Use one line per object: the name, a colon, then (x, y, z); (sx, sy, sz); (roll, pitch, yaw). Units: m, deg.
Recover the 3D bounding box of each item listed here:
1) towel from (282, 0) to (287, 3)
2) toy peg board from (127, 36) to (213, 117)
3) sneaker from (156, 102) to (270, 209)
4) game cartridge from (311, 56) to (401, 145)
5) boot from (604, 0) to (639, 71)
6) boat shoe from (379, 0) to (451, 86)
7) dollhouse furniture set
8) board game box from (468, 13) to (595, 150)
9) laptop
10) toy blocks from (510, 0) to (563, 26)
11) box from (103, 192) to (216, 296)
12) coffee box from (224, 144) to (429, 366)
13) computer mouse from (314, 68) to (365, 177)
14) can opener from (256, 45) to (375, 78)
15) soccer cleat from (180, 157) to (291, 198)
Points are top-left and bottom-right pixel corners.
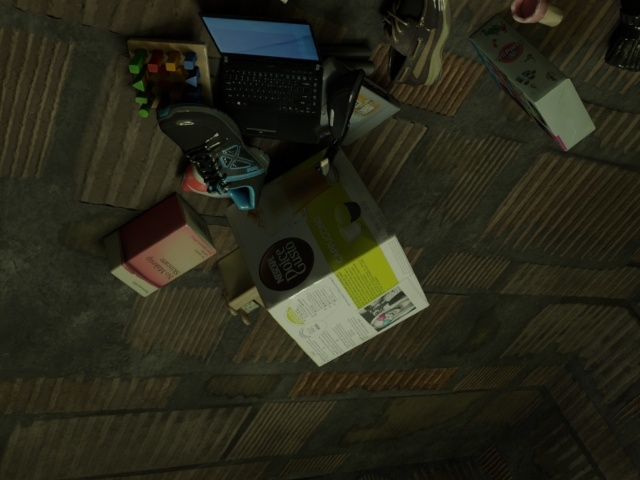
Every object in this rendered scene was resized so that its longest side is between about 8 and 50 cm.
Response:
towel: (-0.067, -0.636, 1.085); (0.320, 0.090, 0.374); (23, 94, -53)
toy peg board: (-0.316, -0.325, 1.355); (0.160, 0.079, 0.161); (4, 137, 2)
sneaker: (-0.222, -0.181, 1.424); (0.125, 0.140, 0.341); (-8, 157, 31)
game cartridge: (0.039, -0.317, 1.553); (0.198, 0.062, 0.297); (-36, 152, 27)
boot: (0.798, -0.574, 1.683); (0.348, 0.131, 0.260); (0, 134, -28)
boat shoe: (0.208, -0.472, 1.461); (0.130, 0.132, 0.355); (-15, 147, -4)
dollhouse furniture set: (-0.182, 0.150, 1.917); (0.212, 0.161, 0.242); (-33, 140, 8)
board game box: (0.516, -0.387, 1.600); (0.097, 0.303, 0.224); (-39, 138, 15)
laptop: (-0.122, -0.332, 1.365); (0.234, 0.136, 0.264); (9, 111, 12)
toy blocks: (0.389, -0.625, 1.263); (0.260, 0.288, 0.309); (-3, 135, -44)
box: (-0.411, 0.014, 1.676); (0.232, 0.127, 0.148); (-32, 140, 6)
coffee box: (0.016, 0.043, 1.619); (0.334, 0.338, 0.338); (-30, 142, 3)
computer mouse: (0.026, -0.255, 1.437); (0.060, 0.184, 0.262); (23, 157, 2)
can opener: (-0.019, -0.399, 1.503); (0.283, 0.076, 0.095); (-7, 169, -22)
soccer cleat: (-0.197, -0.151, 1.652); (0.318, 0.109, 0.116); (4, 158, -39)
